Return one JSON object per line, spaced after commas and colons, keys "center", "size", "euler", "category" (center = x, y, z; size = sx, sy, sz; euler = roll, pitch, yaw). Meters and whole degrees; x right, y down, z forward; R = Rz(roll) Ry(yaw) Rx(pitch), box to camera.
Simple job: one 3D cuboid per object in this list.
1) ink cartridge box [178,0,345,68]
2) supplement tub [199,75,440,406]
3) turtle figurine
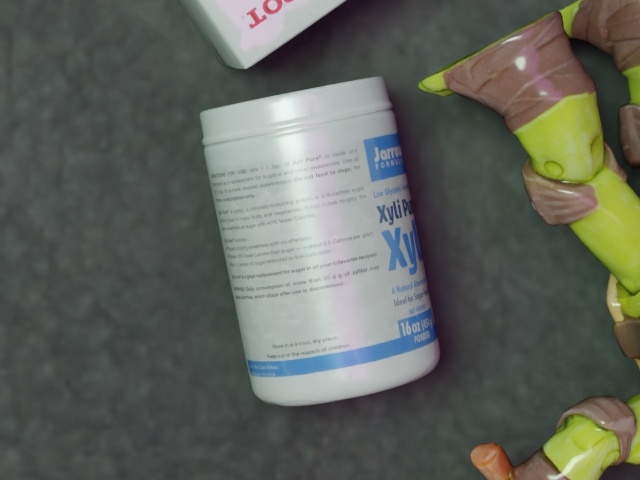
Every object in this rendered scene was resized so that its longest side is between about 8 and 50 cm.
{"center": [-0.028, -0.141, 0.600], "size": [0.099, 0.056, 0.135], "euler": [-36, 104, -5], "category": "ink cartridge box"}
{"center": [0.000, 0.000, 0.612], "size": [0.071, 0.071, 0.107], "euler": [-12, 95, -12], "category": "supplement tub"}
{"center": [0.120, 0.021, 0.612], "size": [0.269, 0.087, 0.217], "euler": [-28, 93, -24], "category": "turtle figurine"}
